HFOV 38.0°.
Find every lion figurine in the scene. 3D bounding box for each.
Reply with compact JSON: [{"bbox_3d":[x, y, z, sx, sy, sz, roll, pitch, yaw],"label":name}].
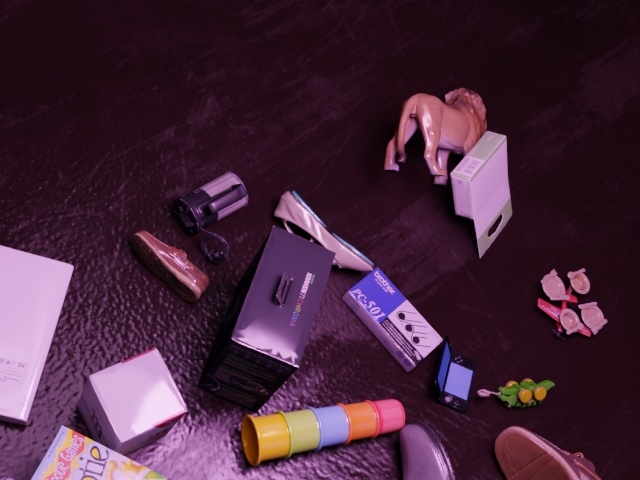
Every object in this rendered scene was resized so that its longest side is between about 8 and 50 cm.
[{"bbox_3d":[0.267,-0.252,2.080,0.392,0.142,0.240,9,85,-62],"label":"lion figurine"}]

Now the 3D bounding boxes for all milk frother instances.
[{"bbox_3d":[-0.204,-0.046,1.897,0.135,0.129,0.143,-32,121,-31],"label":"milk frother"}]

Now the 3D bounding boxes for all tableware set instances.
[{"bbox_3d":[0.574,0.138,2.101,0.141,0.020,0.168,-12,74,-32],"label":"tableware set"}]

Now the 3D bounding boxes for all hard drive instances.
[{"bbox_3d":[-0.583,0.158,1.662,0.203,0.040,0.307,16,59,-13],"label":"hard drive"}]

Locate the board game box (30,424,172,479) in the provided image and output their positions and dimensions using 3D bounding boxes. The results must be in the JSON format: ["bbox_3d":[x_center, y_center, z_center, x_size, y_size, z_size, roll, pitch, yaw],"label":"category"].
[{"bbox_3d":[-0.346,0.446,1.541,0.275,0.142,0.144,28,57,-6],"label":"board game box"}]

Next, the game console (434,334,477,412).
[{"bbox_3d":[0.279,0.275,1.917,0.107,0.071,0.122,24,58,-8],"label":"game console"}]

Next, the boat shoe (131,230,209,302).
[{"bbox_3d":[-0.293,0.043,1.826,0.178,0.064,0.060,43,52,-3],"label":"boat shoe"}]

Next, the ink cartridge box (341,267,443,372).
[{"bbox_3d":[0.149,0.165,1.940,0.207,0.046,0.097,48,56,8],"label":"ink cartridge box"}]

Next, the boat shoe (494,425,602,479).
[{"bbox_3d":[0.500,0.491,1.879,0.342,0.123,0.123,38,27,8],"label":"boat shoe"}]

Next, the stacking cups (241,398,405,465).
[{"bbox_3d":[0.014,0.357,1.759,0.316,0.096,0.096,-3,65,-23],"label":"stacking cups"}]

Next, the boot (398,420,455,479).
[{"bbox_3d":[0.139,0.508,1.710,0.223,0.118,0.338,-4,66,-22],"label":"boot"}]

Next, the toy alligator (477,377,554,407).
[{"bbox_3d":[0.409,0.329,1.954,0.190,0.056,0.051,-5,106,-23],"label":"toy alligator"}]

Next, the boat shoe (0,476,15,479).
[{"bbox_3d":[-0.588,0.450,1.479,0.076,0.083,0.226,43,58,3],"label":"boat shoe"}]

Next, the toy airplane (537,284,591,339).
[{"bbox_3d":[0.550,0.157,2.111,0.151,0.028,0.151,12,62,-22],"label":"toy airplane"}]

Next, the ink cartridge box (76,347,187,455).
[{"bbox_3d":[-0.330,0.289,1.611,0.128,0.176,0.127,-23,76,-29],"label":"ink cartridge box"}]

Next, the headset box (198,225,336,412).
[{"bbox_3d":[-0.098,0.146,1.713,0.131,0.283,0.246,24,58,-8],"label":"headset box"}]

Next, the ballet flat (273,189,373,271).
[{"bbox_3d":[0.000,0.000,1.959,0.248,0.086,0.086,43,57,7],"label":"ballet flat"}]

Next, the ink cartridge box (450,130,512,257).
[{"bbox_3d":[0.367,-0.102,2.097,0.056,0.235,0.171,19,51,31],"label":"ink cartridge box"}]
